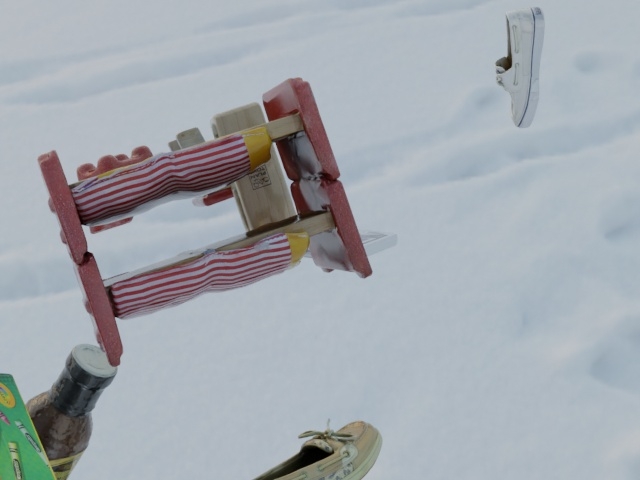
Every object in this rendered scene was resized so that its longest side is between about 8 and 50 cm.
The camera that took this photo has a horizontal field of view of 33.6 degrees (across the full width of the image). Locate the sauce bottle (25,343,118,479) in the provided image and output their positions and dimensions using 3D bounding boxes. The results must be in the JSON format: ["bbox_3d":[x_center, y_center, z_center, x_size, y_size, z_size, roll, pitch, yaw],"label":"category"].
[{"bbox_3d":[-0.397,0.296,1.511,0.111,0.344,0.111,28,23,-13],"label":"sauce bottle"}]

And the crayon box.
[{"bbox_3d":[-0.420,0.327,1.357,0.081,0.165,0.278,8,39,-48],"label":"crayon box"}]

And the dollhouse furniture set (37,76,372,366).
[{"bbox_3d":[-0.115,-0.018,0.899,0.201,0.152,0.374,-19,5,-12],"label":"dollhouse furniture set"}]

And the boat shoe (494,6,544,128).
[{"bbox_3d":[0.154,-0.135,0.838,0.035,0.100,0.035,-3,34,-4],"label":"boat shoe"}]

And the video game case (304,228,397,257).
[{"bbox_3d":[0.000,0.000,1.537,0.173,0.022,0.190,7,10,22],"label":"video game case"}]

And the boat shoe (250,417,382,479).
[{"bbox_3d":[-0.013,0.329,1.530,0.105,0.089,0.285,-19,10,43],"label":"boat shoe"}]
